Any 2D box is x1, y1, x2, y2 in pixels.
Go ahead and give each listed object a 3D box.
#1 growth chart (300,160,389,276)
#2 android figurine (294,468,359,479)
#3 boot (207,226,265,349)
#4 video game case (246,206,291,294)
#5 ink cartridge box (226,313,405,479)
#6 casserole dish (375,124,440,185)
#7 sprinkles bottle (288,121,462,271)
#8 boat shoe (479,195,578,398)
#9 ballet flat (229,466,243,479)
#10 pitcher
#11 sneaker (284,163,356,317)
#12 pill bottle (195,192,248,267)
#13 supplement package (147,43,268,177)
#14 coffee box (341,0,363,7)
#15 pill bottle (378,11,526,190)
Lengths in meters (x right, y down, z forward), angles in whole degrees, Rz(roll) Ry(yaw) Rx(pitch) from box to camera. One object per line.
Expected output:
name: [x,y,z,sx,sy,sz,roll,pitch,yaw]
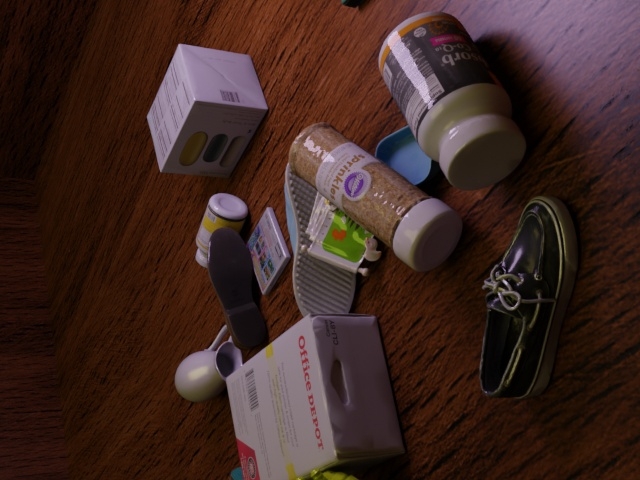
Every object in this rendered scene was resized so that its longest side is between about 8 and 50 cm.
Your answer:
growth chart: [0.053,-0.059,1.685,0.172,0.021,0.237,12,88,21]
android figurine: [0.062,0.515,1.538,0.273,0.056,0.248,50,140,-1]
boot: [-0.219,0.122,2.116,0.115,0.112,0.305,135,123,-66]
video game case: [-0.126,0.026,2.065,0.143,0.019,0.157,-58,42,40]
ink cartridge box: [-0.022,0.341,1.725,0.384,0.160,0.279,-41,54,50]
casserole dish: [0.162,-0.147,1.585,0.188,0.037,0.114,-22,69,57]
sprinkles bottle: [0.090,-0.084,1.546,0.355,0.121,0.121,40,122,38]
boat shoe: [0.291,0.084,1.280,0.113,0.105,0.306,29,112,56]
ballet flat: [-0.146,0.601,2.019,0.206,0.073,0.067,32,142,58]
pitcher: [-0.278,0.314,2.215,0.207,0.125,0.178,-32,39,42]
sneaker: [0.000,0.000,1.791,0.150,0.135,0.366,107,159,-88]
pill bottle: [-0.257,-0.021,2.205,0.103,0.103,0.184,59,135,43]
supplement package: [-0.292,-0.322,2.196,0.263,0.199,0.198,-53,45,43]
coffee box: [0.077,-0.583,1.759,0.113,0.040,0.184,-30,62,52]
pill bottle: [0.210,-0.224,1.391,0.162,0.162,0.278,-58,42,39]
